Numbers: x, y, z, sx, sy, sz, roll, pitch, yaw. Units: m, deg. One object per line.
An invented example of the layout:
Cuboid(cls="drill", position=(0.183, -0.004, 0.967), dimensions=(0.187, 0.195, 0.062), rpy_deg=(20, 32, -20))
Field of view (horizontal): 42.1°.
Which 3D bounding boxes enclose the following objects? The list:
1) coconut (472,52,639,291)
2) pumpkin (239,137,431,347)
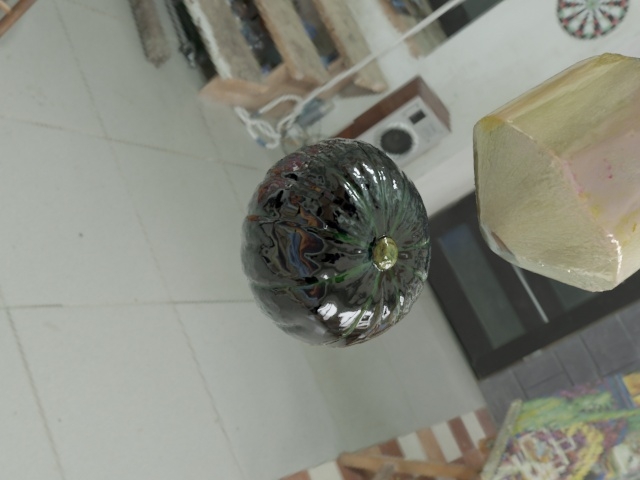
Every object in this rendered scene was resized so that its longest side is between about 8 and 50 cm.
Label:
Cuboid(cls="coconut", position=(0.178, -0.039, 0.569), dimensions=(0.147, 0.153, 0.147), rpy_deg=(56, -3, 5))
Cuboid(cls="pumpkin", position=(0.000, 0.000, 1.005), dimensions=(0.248, 0.248, 0.248), rpy_deg=(41, 29, -30))
